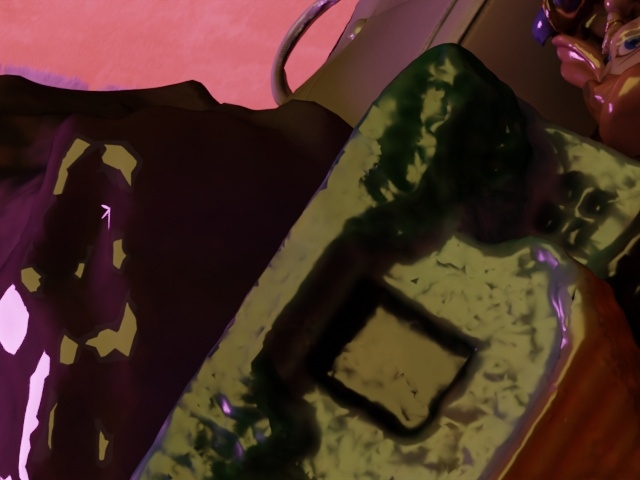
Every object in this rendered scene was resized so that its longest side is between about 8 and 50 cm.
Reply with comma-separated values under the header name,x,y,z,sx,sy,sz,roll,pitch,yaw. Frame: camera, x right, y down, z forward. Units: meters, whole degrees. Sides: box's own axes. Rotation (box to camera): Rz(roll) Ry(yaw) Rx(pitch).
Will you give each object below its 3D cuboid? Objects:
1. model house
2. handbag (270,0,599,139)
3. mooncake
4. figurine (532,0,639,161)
name,x,y,z,sx,sy,sz,roll,pitch,yaw
model house,0.107,0.110,0.791,0.249,0.230,0.280,35,95,35
handbag,0.061,-0.104,1.157,0.241,0.109,0.315,-55,19,-11
mooncake,-0.121,0.069,1.072,0.381,0.212,0.351,-3,84,59
figurine,0.168,-0.090,0.948,0.126,0.114,0.157,-8,58,5
